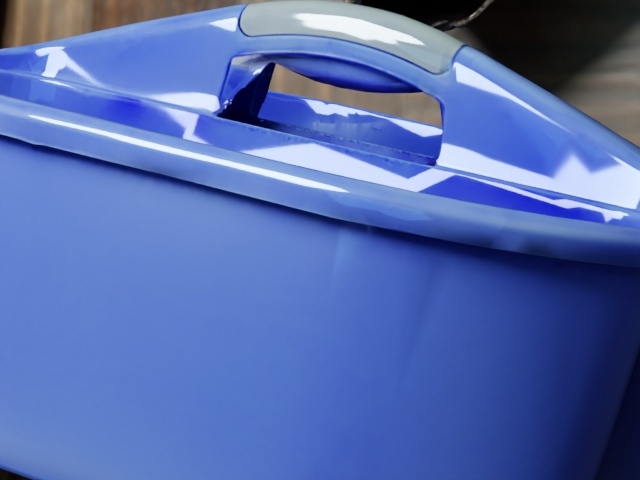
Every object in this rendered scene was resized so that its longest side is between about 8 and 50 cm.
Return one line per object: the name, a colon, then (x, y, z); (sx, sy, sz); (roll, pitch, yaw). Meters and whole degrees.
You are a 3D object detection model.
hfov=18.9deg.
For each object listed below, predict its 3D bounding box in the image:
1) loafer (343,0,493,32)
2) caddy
loafer: (0.119, -0.188, 0.679); (0.366, 0.133, 0.130); (-43, 40, 45)
caddy: (0.000, 0.000, 0.725); (0.341, 0.241, 0.179); (15, 101, 27)
